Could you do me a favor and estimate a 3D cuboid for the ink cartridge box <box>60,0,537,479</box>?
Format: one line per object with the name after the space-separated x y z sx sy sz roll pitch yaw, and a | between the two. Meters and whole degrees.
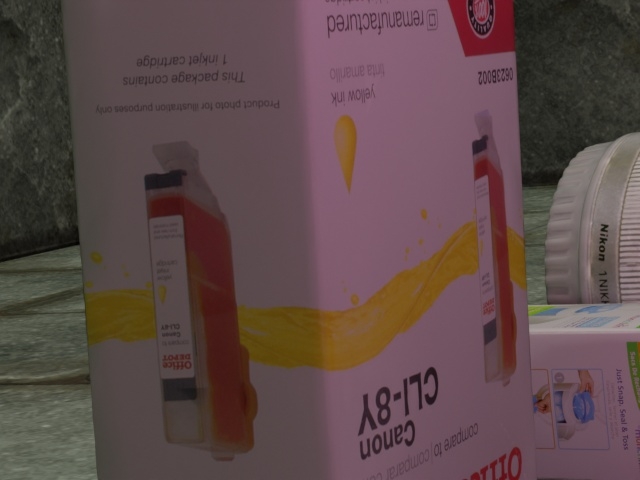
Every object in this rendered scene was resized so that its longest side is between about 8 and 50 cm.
0.000 0.000 1.120 0.160 0.385 0.279 0 8 28 | ink cartridge box

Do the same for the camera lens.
0.329 0.019 1.404 0.274 0.219 0.219 -2 6 34 | camera lens

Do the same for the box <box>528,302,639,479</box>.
0.193 0.101 1.307 0.203 0.103 0.114 -3 7 34 | box
